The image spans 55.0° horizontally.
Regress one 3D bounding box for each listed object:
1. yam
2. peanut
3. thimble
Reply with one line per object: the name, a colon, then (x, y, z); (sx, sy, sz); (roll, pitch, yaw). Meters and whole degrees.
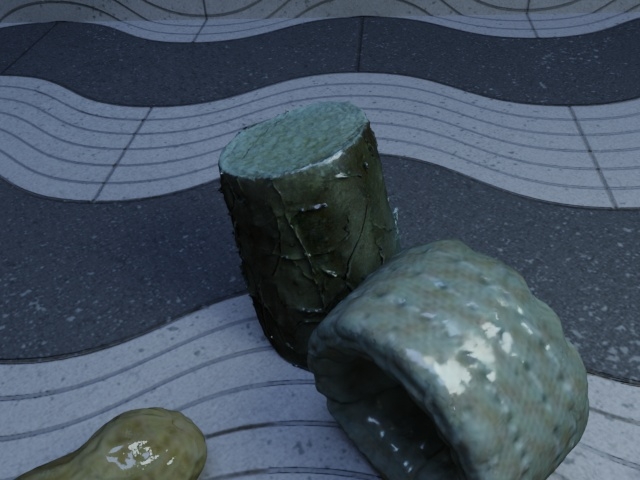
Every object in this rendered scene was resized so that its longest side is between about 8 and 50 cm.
yam: (0.000, 0.000, 0.864); (0.241, 0.348, 0.241); (-10, 32, 6)
peanut: (-0.253, 0.273, 0.694); (0.257, 0.123, 0.123); (-23, 43, -25)
thimble: (0.130, 0.157, 0.694); (0.195, 0.291, 0.291); (-31, 47, -29)
